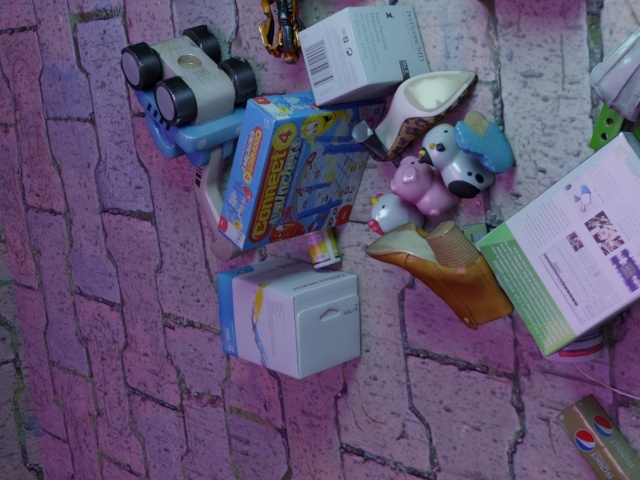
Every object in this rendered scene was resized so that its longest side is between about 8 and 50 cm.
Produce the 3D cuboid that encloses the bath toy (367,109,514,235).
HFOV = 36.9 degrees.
[{"bbox_3d":[0.203,-0.109,1.838,0.348,0.129,0.151,-42,71,47],"label":"bath toy"}]

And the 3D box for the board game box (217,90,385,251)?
[{"bbox_3d":[-0.039,-0.152,1.959,0.086,0.302,0.308,40,129,33],"label":"board game box"}]

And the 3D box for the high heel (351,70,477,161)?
[{"bbox_3d":[0.197,-0.243,1.863,0.261,0.186,0.093,-28,73,14],"label":"high heel"}]

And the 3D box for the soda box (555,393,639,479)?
[{"bbox_3d":[0.504,0.369,1.706,0.181,0.061,0.058,56,135,20],"label":"soda box"}]

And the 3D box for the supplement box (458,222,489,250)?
[{"bbox_3d":[0.280,0.016,1.825,0.056,0.083,0.083,-7,96,49],"label":"supplement box"}]

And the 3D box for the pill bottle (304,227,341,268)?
[{"bbox_3d":[0.000,0.000,2.142,0.065,0.065,0.116,-19,88,49],"label":"pill bottle"}]

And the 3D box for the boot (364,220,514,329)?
[{"bbox_3d":[0.215,0.072,1.779,0.211,0.104,0.295,56,155,-14],"label":"boot"}]

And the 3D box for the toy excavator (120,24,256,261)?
[{"bbox_3d":[-0.285,-0.227,2.313,0.433,0.222,0.445,46,145,28],"label":"toy excavator"}]

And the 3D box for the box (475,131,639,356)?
[{"bbox_3d":[0.434,0.011,1.554,0.322,0.058,0.232,-40,69,32],"label":"box"}]

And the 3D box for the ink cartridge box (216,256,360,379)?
[{"bbox_3d":[-0.071,0.168,2.172,0.270,0.198,0.197,12,110,46],"label":"ink cartridge box"}]

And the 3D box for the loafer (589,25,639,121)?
[{"bbox_3d":[0.541,-0.312,1.417,0.111,0.112,0.319,47,126,9],"label":"loafer"}]

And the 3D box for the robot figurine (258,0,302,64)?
[{"bbox_3d":[-0.089,-0.511,2.003,0.085,0.211,0.290,-6,90,4],"label":"robot figurine"}]

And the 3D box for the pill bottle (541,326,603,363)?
[{"bbox_3d":[0.432,0.114,1.671,0.108,0.108,0.180,3,104,47],"label":"pill bottle"}]

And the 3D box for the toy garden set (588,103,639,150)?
[{"bbox_3d":[0.543,-0.111,1.527,0.244,0.049,0.203,34,123,36],"label":"toy garden set"}]

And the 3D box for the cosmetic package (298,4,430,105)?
[{"bbox_3d":[0.085,-0.357,1.846,0.151,0.184,0.151,-15,91,49],"label":"cosmetic package"}]
